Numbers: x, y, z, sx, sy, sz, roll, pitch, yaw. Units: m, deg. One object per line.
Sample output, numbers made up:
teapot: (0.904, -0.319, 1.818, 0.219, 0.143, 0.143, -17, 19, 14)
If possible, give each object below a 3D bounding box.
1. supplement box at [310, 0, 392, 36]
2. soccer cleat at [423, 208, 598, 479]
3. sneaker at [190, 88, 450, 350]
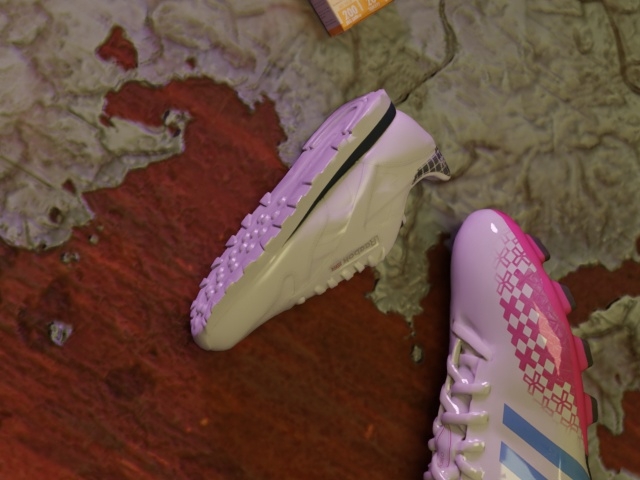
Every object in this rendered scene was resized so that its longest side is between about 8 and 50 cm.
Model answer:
supplement box: (0.013, -0.212, 1.377, 0.062, 0.036, 0.098, -33, 97, -15)
soccer cleat: (0.131, 0.146, 1.361, 0.143, 0.116, 0.331, -16, 93, -16)
sneaker: (0.000, 0.000, 1.348, 0.095, 0.090, 0.235, 45, 79, -20)
